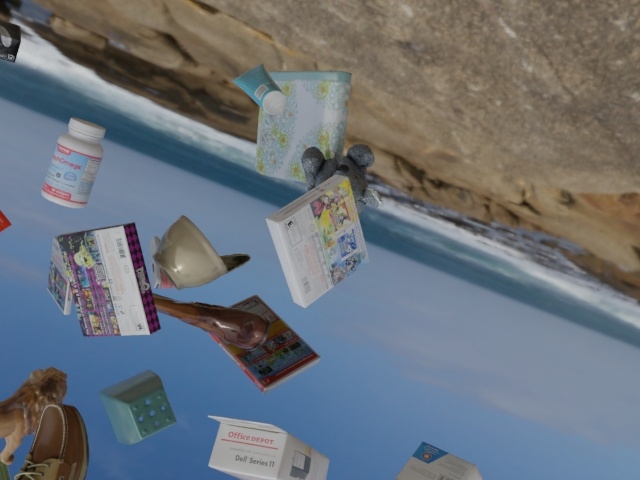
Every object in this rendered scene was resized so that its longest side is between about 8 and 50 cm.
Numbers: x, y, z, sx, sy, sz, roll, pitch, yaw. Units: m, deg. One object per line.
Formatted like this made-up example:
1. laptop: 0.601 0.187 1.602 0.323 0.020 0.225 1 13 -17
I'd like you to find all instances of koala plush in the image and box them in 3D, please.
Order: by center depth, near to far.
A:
1. koala plush: 0.062 -0.124 1.718 0.196 0.203 0.221 -6 -159 -10

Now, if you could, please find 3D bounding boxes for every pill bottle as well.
1. pill bottle: -0.469 -0.149 1.294 0.087 0.160 0.087 20 -172 -3

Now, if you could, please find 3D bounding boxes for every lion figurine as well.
1. lion figurine: -0.784 0.419 1.560 0.142 0.240 0.392 44 -158 22

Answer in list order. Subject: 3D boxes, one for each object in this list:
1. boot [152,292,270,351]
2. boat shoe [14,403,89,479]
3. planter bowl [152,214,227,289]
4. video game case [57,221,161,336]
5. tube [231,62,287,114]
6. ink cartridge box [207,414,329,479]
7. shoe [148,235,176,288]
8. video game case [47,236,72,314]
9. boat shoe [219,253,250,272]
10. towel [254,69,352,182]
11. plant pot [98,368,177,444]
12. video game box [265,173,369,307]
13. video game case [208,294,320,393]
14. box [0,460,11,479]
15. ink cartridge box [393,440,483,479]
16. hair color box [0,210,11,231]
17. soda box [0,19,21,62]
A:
1. boot: -0.285 0.168 1.602 0.280 0.096 0.264 27 172 -36
2. boat shoe: -0.570 0.506 1.403 0.122 0.324 0.120 -5 167 24
3. planter bowl: -0.297 0.041 1.481 0.162 0.109 0.162 45 162 19
4. video game case: -0.445 0.087 1.415 0.210 0.232 0.042 -7 -171 32
5. tube: -0.130 -0.330 1.447 0.207 0.080 0.052 55 169 51
6. ink cartridge box: -0.140 0.561 1.731 0.207 0.119 0.353 0 151 27
7. shoe: -0.480 0.070 2.085 0.081 0.178 0.063 7 146 -31
8. video game case: -0.801 0.106 2.092 0.023 0.183 0.201 1 -161 -38
9. boat shoe: -0.265 0.066 1.920 0.048 0.056 0.153 -17 176 38
10. towel: -0.058 -0.334 1.973 0.090 0.320 0.374 -5 -167 -39
11. plant pot: -0.507 0.481 1.930 0.165 0.166 0.234 -22 -177 -28
12. video game box: 0.000 0.000 1.339 0.048 0.187 0.205 24 139 48
13. video game case: -0.166 0.275 1.849 0.204 0.025 0.285 -23 -128 -40
14. box: -1.077 0.729 1.962 0.322 0.058 0.232 -8 -169 -29
15. ink cartridge box: 0.271 0.649 1.626 0.171 0.232 0.168 12 138 48
16. hair color box: -0.704 -0.004 1.361 0.072 0.141 0.043 -15 114 46
17. soda box: -0.656 -0.393 1.265 0.169 0.053 0.060 10 -138 -34
